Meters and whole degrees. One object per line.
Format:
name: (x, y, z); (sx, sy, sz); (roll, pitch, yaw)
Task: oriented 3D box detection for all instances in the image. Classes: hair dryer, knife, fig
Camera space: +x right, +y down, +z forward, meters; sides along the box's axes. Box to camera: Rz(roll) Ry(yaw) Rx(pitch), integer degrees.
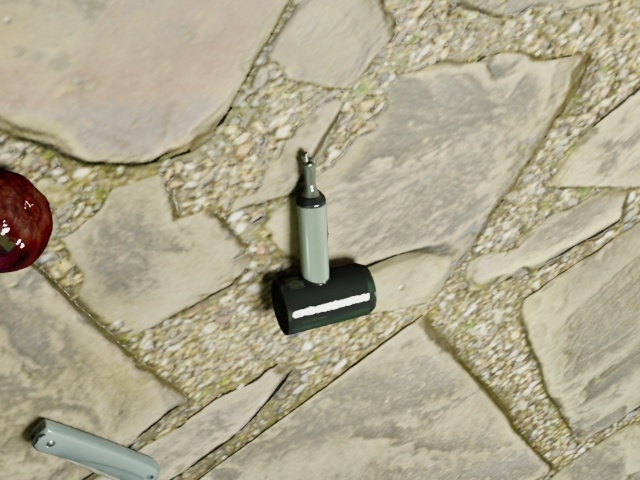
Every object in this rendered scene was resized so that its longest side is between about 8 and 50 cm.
hair dryer: (0.000, 0.000, 1.024); (0.101, 0.057, 0.197); (-15, 125, -16)
knife: (-0.238, 0.229, 1.109); (0.044, 0.023, 0.162); (-43, 132, 17)
fig: (-0.288, -0.008, 0.872); (0.125, 0.088, 0.089); (-18, 136, 23)
